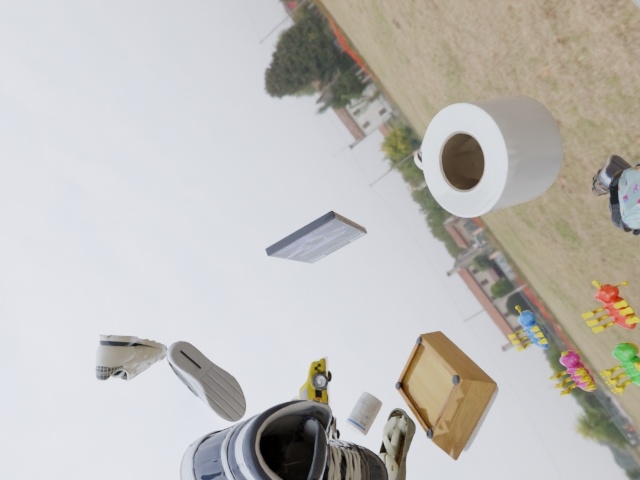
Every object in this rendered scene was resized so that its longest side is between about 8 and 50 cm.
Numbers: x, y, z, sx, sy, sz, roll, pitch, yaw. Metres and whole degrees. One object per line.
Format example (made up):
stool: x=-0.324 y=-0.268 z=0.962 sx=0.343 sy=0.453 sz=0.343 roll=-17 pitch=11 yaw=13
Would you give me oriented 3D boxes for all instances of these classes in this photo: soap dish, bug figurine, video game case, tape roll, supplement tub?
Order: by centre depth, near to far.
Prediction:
bug figurine: x=0.526 y=0.201 z=0.851 sx=0.072 sy=0.279 sz=0.216 roll=-20 pitch=-103 yaw=-30
tape roll: x=0.368 y=-0.185 z=0.939 sx=0.169 sy=0.246 sz=0.246 roll=-15 pitch=-120 yaw=-24
video game case: x=0.000 y=0.000 z=1.133 sx=0.026 sy=0.196 sz=0.274 roll=66 pitch=-163 yaw=17
soap dish: x=0.332 y=0.407 z=1.183 sx=0.118 sy=0.228 sz=0.291 roll=20 pitch=-171 yaw=-18
supplement tub: x=0.126 y=0.503 z=1.239 sx=0.071 sy=0.107 sz=0.071 roll=29 pitch=154 yaw=16

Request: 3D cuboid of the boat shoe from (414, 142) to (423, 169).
boat shoe: x=0.461 y=-0.263 z=1.329 sx=0.325 sy=0.096 sz=0.116 roll=5 pitch=-126 yaw=-9

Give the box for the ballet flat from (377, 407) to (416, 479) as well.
ballet flat: x=0.133 y=0.420 z=0.830 sx=0.068 sy=0.072 sz=0.213 roll=58 pitch=-146 yaw=-15

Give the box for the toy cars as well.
toy cars: x=-0.007 y=0.439 z=0.977 sx=0.176 sy=0.087 sz=0.393 roll=-83 pitch=-13 yaw=-61

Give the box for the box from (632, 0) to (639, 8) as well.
box: x=0.300 y=-0.354 z=0.414 sx=0.233 sy=0.127 sz=0.148 roll=-1 pitch=-122 yaw=-39

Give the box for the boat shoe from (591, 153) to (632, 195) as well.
boat shoe: x=0.704 y=-0.159 z=1.046 sx=0.183 sy=0.066 sz=0.066 roll=-26 pitch=-112 yaw=-39

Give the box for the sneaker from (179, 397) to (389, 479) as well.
sneaker: x=0.007 y=0.253 z=0.476 sx=0.282 sy=0.153 sz=0.099 roll=23 pitch=-136 yaw=-30

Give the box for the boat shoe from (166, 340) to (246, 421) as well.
boat shoe: x=-0.379 y=0.463 z=1.425 sx=0.335 sy=0.119 sz=0.121 roll=50 pitch=-123 yaw=-4

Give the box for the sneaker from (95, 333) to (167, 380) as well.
sneaker: x=-0.429 y=0.268 z=0.969 sx=0.235 sy=0.090 sz=0.094 roll=61 pitch=-152 yaw=-70

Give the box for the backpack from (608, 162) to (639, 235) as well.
backpack: x=0.678 y=-0.094 z=0.846 sx=0.182 sy=0.115 sz=0.151 roll=157 pitch=115 yaw=-69
